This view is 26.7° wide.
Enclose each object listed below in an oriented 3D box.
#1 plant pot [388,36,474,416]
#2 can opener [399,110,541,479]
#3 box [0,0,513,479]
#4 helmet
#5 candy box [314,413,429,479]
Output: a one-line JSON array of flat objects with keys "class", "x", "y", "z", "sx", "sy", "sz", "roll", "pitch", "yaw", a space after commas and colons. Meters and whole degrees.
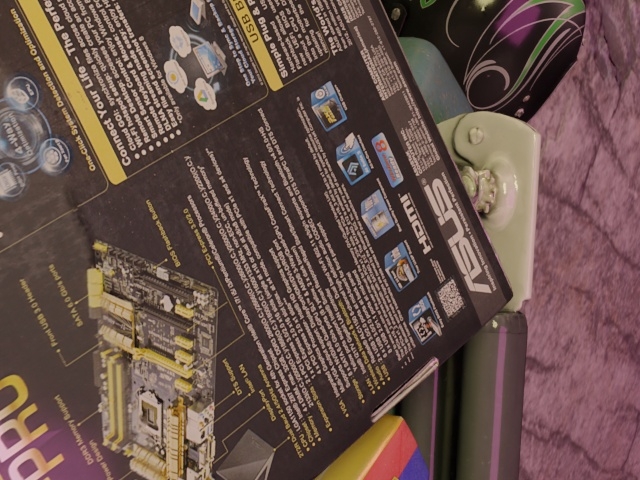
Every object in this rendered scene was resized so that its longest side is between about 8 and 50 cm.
[{"class": "plant pot", "x": 0.000, "y": 0.000, "z": 0.911, "sx": 0.248, "sy": 0.247, "sz": 0.252, "roll": 51, "pitch": 56, "yaw": -45}, {"class": "can opener", "x": 0.092, "y": 0.061, "z": 0.781, "sx": 0.093, "sy": 0.074, "sz": 0.280, "roll": 13, "pitch": 80, "yaw": -57}, {"class": "box", "x": -0.101, "y": -0.067, "z": 0.583, "sx": 0.318, "sy": 0.097, "sz": 0.395, "roll": -38, "pitch": 107, "yaw": -42}, {"class": "helmet", "x": 0.129, "y": -0.177, "z": 1.074, "sx": 0.161, "sy": 0.169, "sz": 0.169, "roll": -52, "pitch": 138, "yaw": -5}, {"class": "candy box", "x": -0.128, "y": 0.192, "z": 0.736, "sx": 0.268, "sy": 0.317, "sz": 0.122, "roll": -52, "pitch": 135, "yaw": -29}]
